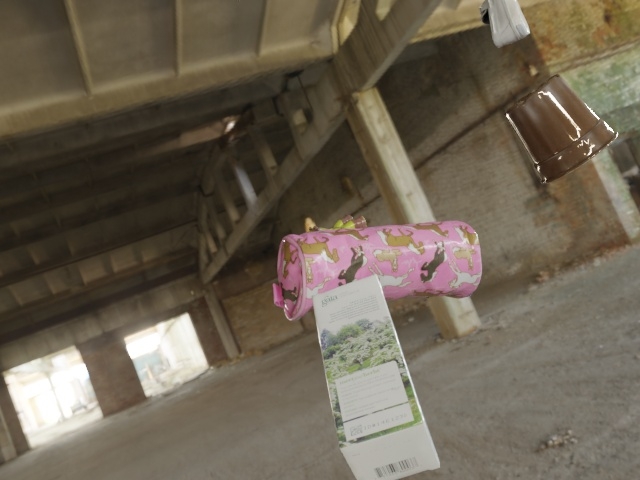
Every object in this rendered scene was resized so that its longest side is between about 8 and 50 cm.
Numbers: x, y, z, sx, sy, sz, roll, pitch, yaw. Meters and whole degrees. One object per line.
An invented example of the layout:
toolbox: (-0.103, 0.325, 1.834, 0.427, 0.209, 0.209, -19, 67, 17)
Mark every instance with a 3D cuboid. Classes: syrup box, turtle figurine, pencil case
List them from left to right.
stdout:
turtle figurine: (0.000, 0.000, 1.462, 0.218, 0.087, 0.269, -26, -1, -21)
syrup box: (0.059, 0.159, 0.689, 0.093, 0.096, 0.236, -19, 37, 5)
pencil case: (0.107, 0.051, 1.057, 0.387, 0.167, 0.160, -4, 20, -22)

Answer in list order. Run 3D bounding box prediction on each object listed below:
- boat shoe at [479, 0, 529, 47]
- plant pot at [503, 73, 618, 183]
boat shoe: (0.300, -0.388, 0.959, 0.063, 0.184, 0.066, -25, -39, 27)
plant pot: (0.465, -0.227, 1.131, 0.167, 0.165, 0.167, -37, 1, 1)
